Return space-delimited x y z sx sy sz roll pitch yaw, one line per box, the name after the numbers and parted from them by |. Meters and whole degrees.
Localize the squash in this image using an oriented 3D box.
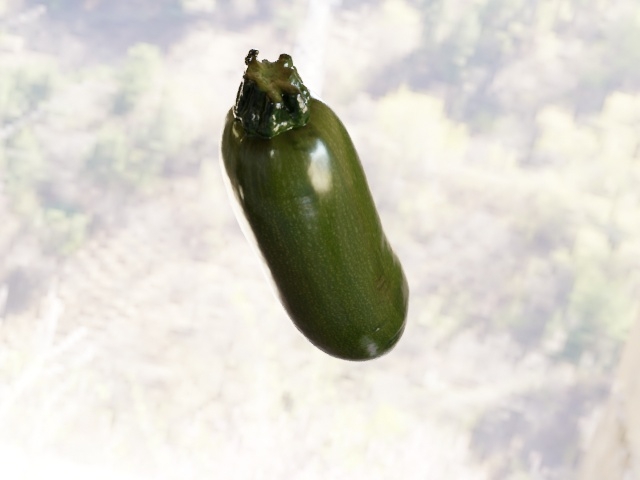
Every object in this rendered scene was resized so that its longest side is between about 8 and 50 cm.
0.000 0.000 0.909 0.069 0.069 0.258 24 -19 25 | squash
